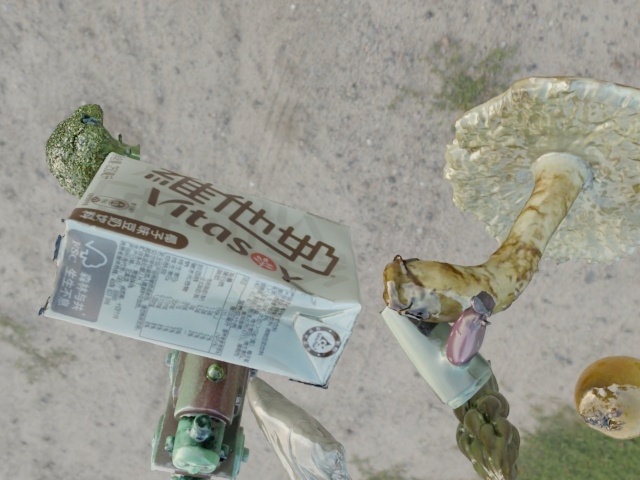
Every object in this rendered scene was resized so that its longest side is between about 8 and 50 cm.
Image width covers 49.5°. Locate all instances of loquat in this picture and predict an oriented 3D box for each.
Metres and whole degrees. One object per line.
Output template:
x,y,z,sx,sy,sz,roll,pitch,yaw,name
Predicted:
0.495,0.259,1.154,0.141,0.141,0.141,12,138,11,loquat

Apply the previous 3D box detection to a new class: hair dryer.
0.110,0.073,0.567,0.106,0.054,0.154,51,157,11,hair dryer

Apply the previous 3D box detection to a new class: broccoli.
-0.302,-0.113,0.925,0.120,0.130,0.131,1,117,-16,broccoli

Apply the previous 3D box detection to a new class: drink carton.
-0.126,0.027,0.805,0.324,0.194,0.132,17,117,-12,drink carton

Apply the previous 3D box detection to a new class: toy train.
-0.164,0.220,1.023,0.150,0.304,0.221,10,146,-7,toy train

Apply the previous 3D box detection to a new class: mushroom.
0.196,-0.008,0.671,0.233,0.302,0.208,40,173,-7,mushroom

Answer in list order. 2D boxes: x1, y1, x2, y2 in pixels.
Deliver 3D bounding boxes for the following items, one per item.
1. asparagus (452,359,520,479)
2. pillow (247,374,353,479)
0.204,0.224,0.879,0.080,0.287,0.080,1,108,2,asparagus
0.001,0.303,0.873,0.173,0.067,0.270,22,140,51,pillow
